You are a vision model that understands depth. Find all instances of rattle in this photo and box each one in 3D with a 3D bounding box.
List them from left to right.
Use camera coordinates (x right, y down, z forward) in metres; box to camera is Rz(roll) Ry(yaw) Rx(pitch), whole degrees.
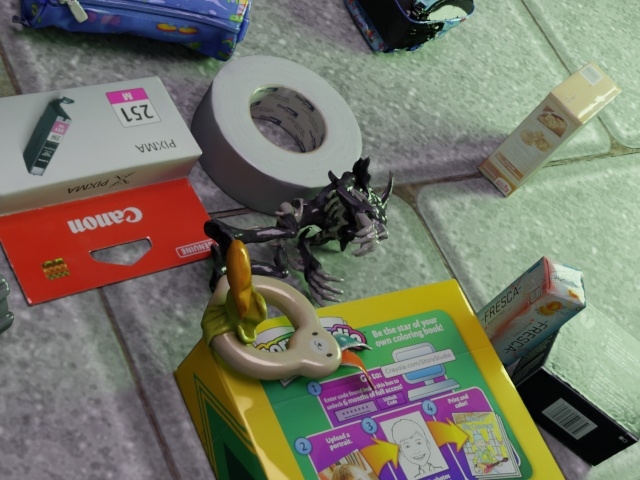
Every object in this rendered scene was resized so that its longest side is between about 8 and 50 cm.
[{"bbox_3d":[-0.012,0.074,1.095,0.200,0.142,0.130,22,28,-3],"label":"rattle"}]

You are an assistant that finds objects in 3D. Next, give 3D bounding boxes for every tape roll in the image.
[{"bbox_3d":[-0.057,-0.140,1.408,0.219,0.072,0.219,17,49,-21],"label":"tape roll"}]

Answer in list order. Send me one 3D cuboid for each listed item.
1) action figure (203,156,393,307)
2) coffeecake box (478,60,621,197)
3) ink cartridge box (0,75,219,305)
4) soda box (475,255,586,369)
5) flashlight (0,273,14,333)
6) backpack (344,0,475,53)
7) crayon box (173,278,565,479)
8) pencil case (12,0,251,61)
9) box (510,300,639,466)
[{"bbox_3d":[0.000,0.000,1.286,0.276,0.164,0.141,-19,57,-29],"label":"action figure"},{"bbox_3d":[0.341,-0.165,1.593,0.068,0.185,0.142,47,46,7],"label":"coffeecake box"},{"bbox_3d":[-0.259,-0.069,1.240,0.275,0.060,0.238,-16,66,-39],"label":"ink cartridge box"},{"bbox_3d":[0.254,0.096,1.345,0.063,0.183,0.058,21,49,-19],"label":"soda box"},{"bbox_3d":[-0.427,0.112,0.972,0.103,0.103,0.304,48,45,4],"label":"flashlight"},{"bbox_3d":[0.148,-0.379,1.680,0.173,0.117,0.158,-16,67,-38],"label":"backpack"},{"bbox_3d":[0.064,0.223,1.188,0.363,0.106,0.313,-9,61,-35],"label":"crayon box"},{"bbox_3d":[-0.239,-0.314,1.390,0.306,0.119,0.133,6,31,-28],"label":"pencil case"},{"bbox_3d":[0.348,0.181,1.402,0.156,0.093,0.158,38,47,-1],"label":"box"}]
